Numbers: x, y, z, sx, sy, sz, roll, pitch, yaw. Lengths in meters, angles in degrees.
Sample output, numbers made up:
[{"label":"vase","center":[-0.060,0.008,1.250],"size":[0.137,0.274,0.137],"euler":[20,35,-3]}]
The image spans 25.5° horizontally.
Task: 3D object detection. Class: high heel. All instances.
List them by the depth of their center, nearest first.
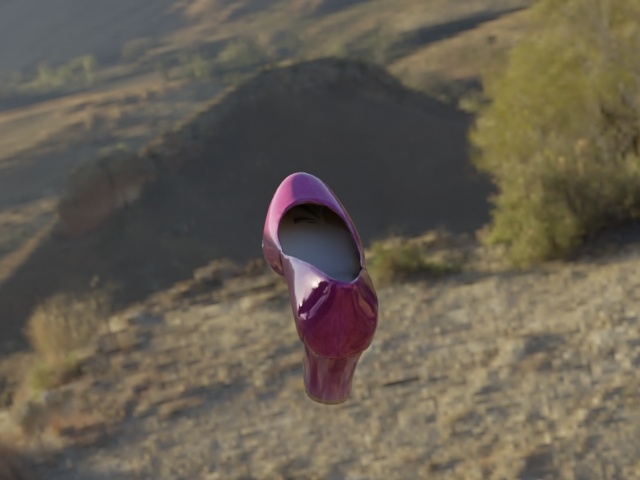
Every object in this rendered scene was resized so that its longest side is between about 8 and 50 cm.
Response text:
[{"label":"high heel","center":[0.000,0.000,1.071],"size":[0.082,0.117,0.244],"euler":[4,41,-4]}]
